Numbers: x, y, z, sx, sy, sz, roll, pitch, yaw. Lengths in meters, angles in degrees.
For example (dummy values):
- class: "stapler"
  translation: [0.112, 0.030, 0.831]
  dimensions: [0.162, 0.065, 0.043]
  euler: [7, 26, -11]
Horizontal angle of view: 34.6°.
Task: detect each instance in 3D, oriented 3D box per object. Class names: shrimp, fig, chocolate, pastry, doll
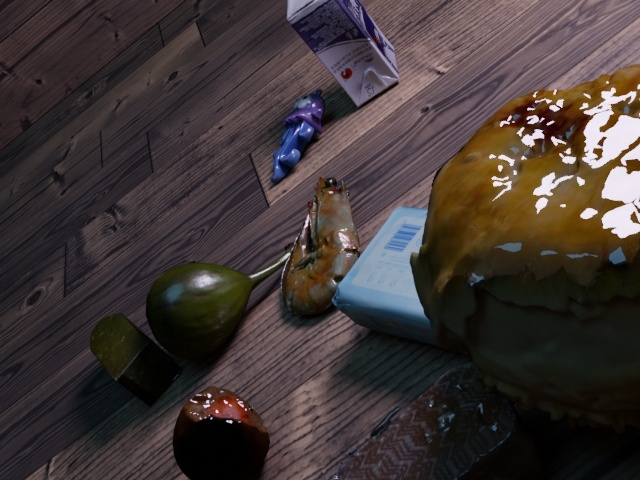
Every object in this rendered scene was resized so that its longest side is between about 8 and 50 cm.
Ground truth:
- class: "shrimp"
  translation: [-0.001, -0.001, 1.572]
  dimensions: [0.154, 0.062, 0.294]
  euler: [-32, 31, 28]
- class: "fig"
  translation: [-0.141, 0.091, 1.590]
  dimensions: [0.259, 0.151, 0.151]
  euler: [-16, 27, -11]
- class: "chocolate"
  translation: [0.126, 0.235, 1.058]
  dimensions: [0.214, 0.093, 0.148]
  euler: [-39, 30, 5]
- class: "pastry"
  translation: [0.291, 0.006, 0.999]
  dimensions: [0.409, 0.245, 0.409]
  euler: [-20, 33, 14]
- class: "doll"
  translation: [-0.042, -0.195, 1.885]
  dimensions: [0.110, 0.067, 0.206]
  euler: [-10, 51, 56]
- class: "chocolate"
  translation: [-0.124, 0.247, 1.323]
  dimensions: [0.127, 0.124, 0.133]
  euler: [-33, -2, 19]

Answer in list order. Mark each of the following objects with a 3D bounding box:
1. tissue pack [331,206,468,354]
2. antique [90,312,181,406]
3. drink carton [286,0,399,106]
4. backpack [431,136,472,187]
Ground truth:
- class: "tissue pack"
  translation: [0.157, 0.049, 1.286]
  dimensions: [0.263, 0.089, 0.177]
  euler: [10, 58, 52]
- class: "antique"
  translation: [-0.313, 0.182, 1.671]
  dimensions: [0.081, 0.080, 0.221]
  euler: [-48, 30, -10]
- class: "drink carton"
  translation: [0.041, -0.370, 1.855]
  dimensions: [0.102, 0.222, 0.134]
  euler: [-32, 30, 17]
- class: "backpack"
  translation: [0.232, -0.091, 1.366]
  dimensions: [0.165, 0.120, 0.106]
  euler: [-24, 12, 29]
